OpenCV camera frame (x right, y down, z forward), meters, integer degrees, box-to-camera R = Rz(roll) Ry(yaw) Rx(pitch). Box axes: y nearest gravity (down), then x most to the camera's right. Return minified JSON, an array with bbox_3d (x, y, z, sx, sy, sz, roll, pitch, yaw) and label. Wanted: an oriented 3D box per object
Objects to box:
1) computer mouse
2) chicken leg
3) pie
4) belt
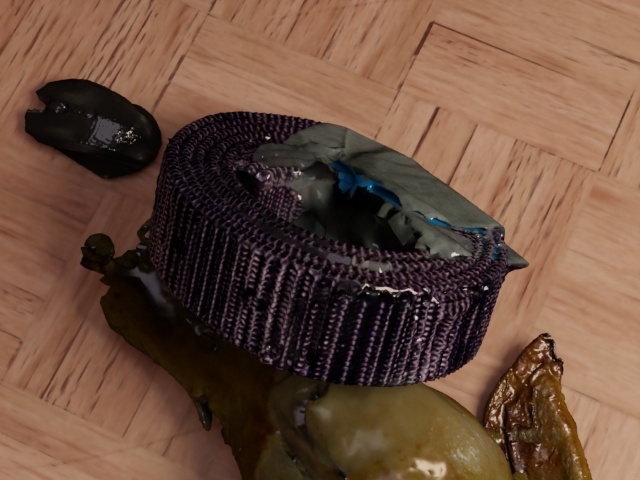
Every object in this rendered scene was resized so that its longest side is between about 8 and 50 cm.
[{"bbox_3d":[-0.209,-0.108,1.330,0.135,0.047,0.079,21,70,11],"label":"computer mouse"},{"bbox_3d":[-0.030,0.124,1.199,0.429,0.153,0.201,36,64,21],"label":"chicken leg"},{"bbox_3d":[0.182,0.179,1.221,0.088,0.033,0.191,-18,72,8],"label":"pie"},{"bbox_3d":[0.000,0.000,1.176,0.260,0.122,0.325,-5,30,-33],"label":"belt"}]
